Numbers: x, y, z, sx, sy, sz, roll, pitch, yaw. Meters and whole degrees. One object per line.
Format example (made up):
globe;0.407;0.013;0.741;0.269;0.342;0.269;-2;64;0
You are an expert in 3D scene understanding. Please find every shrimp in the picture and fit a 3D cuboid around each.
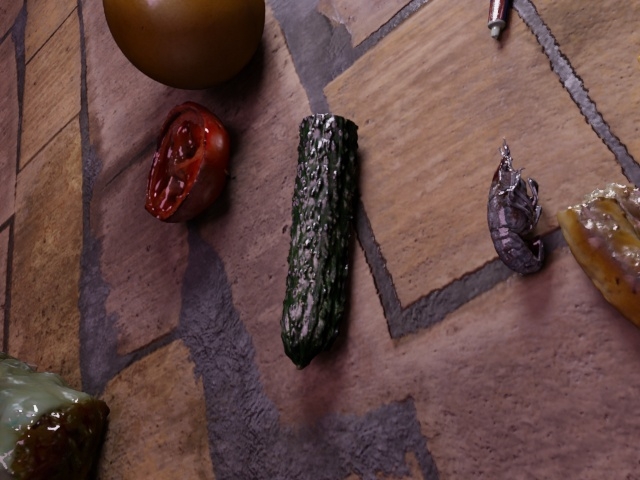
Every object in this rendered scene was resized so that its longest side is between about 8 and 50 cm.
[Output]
shrimp;0.221;-0.044;0.671;0.056;0.065;0.165;142;135;-69

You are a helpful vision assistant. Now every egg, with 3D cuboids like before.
egg;-0.247;-0.429;1.067;0.282;0.283;0.351;-47;50;16

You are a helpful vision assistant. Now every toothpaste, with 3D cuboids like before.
toothpaste;0.243;-0.333;0.797;0.037;0.021;0.139;0;71;35

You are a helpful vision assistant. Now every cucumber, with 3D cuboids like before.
cucumber;0.000;0.000;0.826;0.096;0.096;0.359;-9;70;38

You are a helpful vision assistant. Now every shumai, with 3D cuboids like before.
shumai;-0.542;0.363;1.027;0.324;0.397;0.324;1;93;9

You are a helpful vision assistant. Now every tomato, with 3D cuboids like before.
tomato;-0.227;-0.130;1.063;0.228;0.101;0.227;-22;59;42

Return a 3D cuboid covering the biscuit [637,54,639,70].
biscuit;0.430;-0.155;0.550;0.232;0.013;0.236;-10;60;31

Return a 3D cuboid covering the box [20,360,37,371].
box;-0.657;0.305;1.280;0.024;0.053;0.083;15;82;43

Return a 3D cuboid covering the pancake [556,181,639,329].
pancake;0.375;-0.004;0.533;0.244;0.057;0.266;-40;50;20
